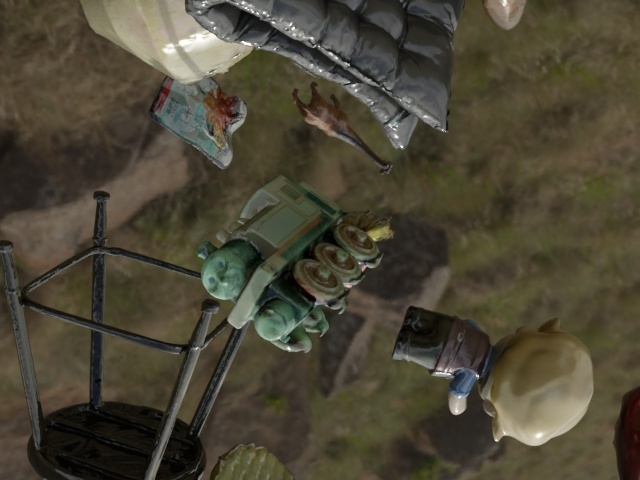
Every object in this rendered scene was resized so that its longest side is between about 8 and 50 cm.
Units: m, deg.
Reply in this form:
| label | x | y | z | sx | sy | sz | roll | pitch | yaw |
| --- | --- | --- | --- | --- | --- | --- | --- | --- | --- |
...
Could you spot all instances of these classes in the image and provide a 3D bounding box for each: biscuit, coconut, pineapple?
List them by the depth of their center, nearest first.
| label | x | y | z | sx | sy | sz | roll | pitch | yaw |
| --- | --- | --- | --- | --- | --- | --- | --- | --- | --- |
| pineapple | 0.029 | -0.012 | 1.093 | 0.083 | 0.045 | 0.019 | -10 | 125 | -3 |
| coconut | -0.223 | -0.425 | 1.750 | 0.352 | 0.353 | 0.352 | -17 | 159 | -7 |
| biscuit | -0.107 | 0.447 | 1.940 | 0.036 | 0.187 | 0.273 | -26 | 141 | 30 |

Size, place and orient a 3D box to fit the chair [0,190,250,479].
| label | x | y | z | sx | sy | sz | roll | pitch | yaw |
| --- | --- | --- | --- | --- | --- | --- | --- | --- | --- |
| chair | -0.309 | 0.191 | 1.845 | 0.364 | 0.410 | 0.362 | 15 | -161 | 11 |

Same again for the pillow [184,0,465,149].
| label | x | y | z | sx | sy | sz | roll | pitch | yaw |
| --- | --- | --- | --- | --- | --- | --- | --- | --- | --- |
| pillow | 0.021 | -0.270 | 1.220 | 0.326 | 0.228 | 0.101 | 27 | 151 | -28 |

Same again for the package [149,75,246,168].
| label | x | y | z | sx | sy | sz | roll | pitch | yaw |
| --- | --- | --- | --- | --- | --- | --- | --- | --- | --- |
| package | -0.243 | -0.267 | 2.310 | 0.040 | 0.166 | 0.232 | 1 | 152 | 44 |

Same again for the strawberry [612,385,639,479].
| label | x | y | z | sx | sy | sz | roll | pitch | yaw |
| --- | --- | --- | --- | --- | --- | --- | --- | --- | --- |
| strawberry | 0.596 | 0.380 | 1.697 | 0.317 | 0.345 | 0.295 | 14 | 151 | 18 |

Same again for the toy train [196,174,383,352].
| label | x | y | z | sx | sy | sz | roll | pitch | yaw |
| --- | --- | --- | --- | --- | --- | --- | --- | --- | --- |
| toy train | -0.028 | 0.018 | 0.917 | 0.081 | 0.125 | 0.194 | -58 | 172 | 25 |

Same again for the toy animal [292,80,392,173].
| label | x | y | z | sx | sy | sz | roll | pitch | yaw |
| --- | --- | --- | --- | --- | --- | --- | --- | --- | --- |
| toy animal | 0.051 | -0.251 | 2.476 | 0.224 | 0.230 | 0.066 | 19 | 121 | -39 |

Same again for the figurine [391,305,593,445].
| label | x | y | z | sx | sy | sz | roll | pitch | yaw |
| --- | --- | --- | --- | --- | --- | --- | --- | --- | --- |
| figurine | 0.168 | 0.127 | 1.085 | 0.196 | 0.114 | 0.108 | 15 | 139 | 12 |

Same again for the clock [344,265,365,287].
| label | x | y | z | sx | sy | sz | roll | pitch | yaw |
| --- | --- | --- | --- | --- | --- | --- | --- | --- | --- |
| clock | 0.000 | 0.000 | 2.123 | 0.162 | 0.166 | 0.093 | 36 | 89 | -29 |

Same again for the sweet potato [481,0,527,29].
| label | x | y | z | sx | sy | sz | roll | pitch | yaw |
| --- | --- | --- | --- | --- | --- | --- | --- | --- | --- |
| sweet potato | 0.184 | -0.369 | 1.229 | 0.114 | 0.092 | 0.341 | -9 | 138 | 32 |
